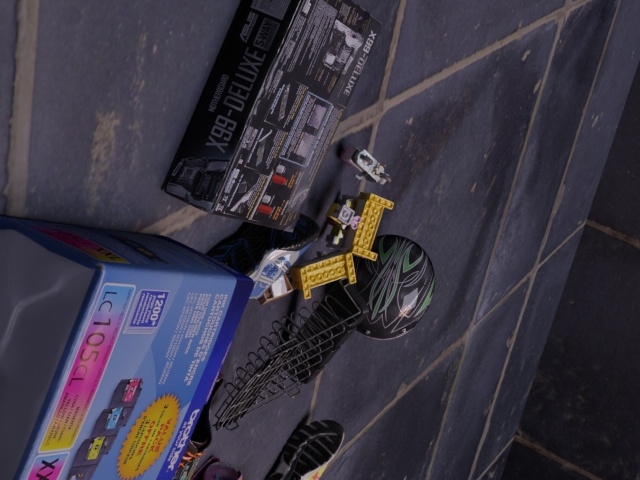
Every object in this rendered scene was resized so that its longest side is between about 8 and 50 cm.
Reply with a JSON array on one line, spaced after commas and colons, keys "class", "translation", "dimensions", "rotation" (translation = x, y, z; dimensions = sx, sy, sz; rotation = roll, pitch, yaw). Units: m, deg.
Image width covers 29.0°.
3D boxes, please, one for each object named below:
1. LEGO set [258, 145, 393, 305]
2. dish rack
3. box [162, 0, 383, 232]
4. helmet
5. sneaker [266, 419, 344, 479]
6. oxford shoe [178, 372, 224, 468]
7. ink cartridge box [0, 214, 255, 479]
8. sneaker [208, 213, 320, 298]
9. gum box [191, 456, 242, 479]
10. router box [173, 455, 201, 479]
[{"class": "LEGO set", "translation": [0.000, 0.000, 1.839], "dimensions": [0.132, 0.107, 0.287], "rotation": [47, 71, -29]}, {"class": "dish rack", "translation": [-0.054, 0.172, 1.817], "dimensions": [0.271, 0.074, 0.208], "rotation": [-23, 155, -51]}, {"class": "box", "translation": [-0.050, -0.172, 1.528], "dimensions": [0.307, 0.077, 0.242], "rotation": [-67, 158, 5]}, {"class": "helmet", "translation": [0.110, 0.075, 2.030], "dimensions": [0.161, 0.169, 0.169], "rotation": [-26, 138, -80]}, {"class": "sneaker", "translation": [-0.033, 0.404, 2.173], "dimensions": [0.208, 0.081, 0.094], "rotation": [-48, 155, -12]}, {"class": "oxford shoe", "translation": [-0.205, 0.274, 1.618], "dimensions": [0.097, 0.098, 0.271], "rotation": [-10, 122, -63]}, {"class": "ink cartridge box", "translation": [-0.231, 0.129, 1.353], "dimensions": [0.270, 0.151, 0.395], "rotation": [-67, 159, 6]}, {"class": "sneaker", "translation": [-0.084, 0.024, 1.674], "dimensions": [0.211, 0.080, 0.081], "rotation": [-31, 147, -39]}, {"class": "gum box", "translation": [-0.188, 0.425, 1.862], "dimensions": [0.188, 0.062, 0.107], "rotation": [-45, 151, -40]}, {"class": "router box", "translation": [-0.220, 0.336, 1.731], "dimensions": [0.122, 0.038, 0.092], "rotation": [-65, 157, 0]}]
